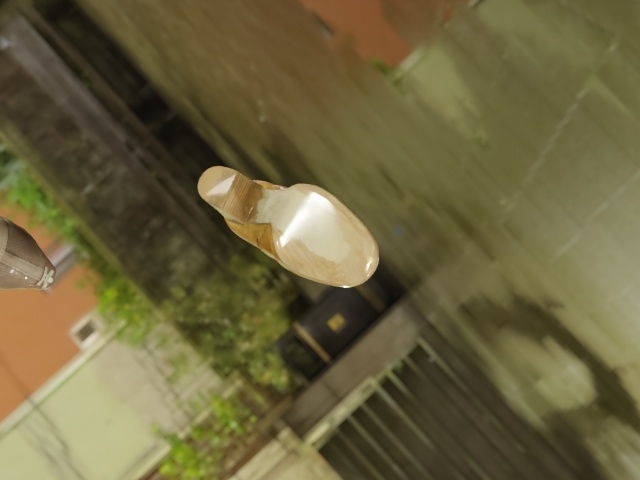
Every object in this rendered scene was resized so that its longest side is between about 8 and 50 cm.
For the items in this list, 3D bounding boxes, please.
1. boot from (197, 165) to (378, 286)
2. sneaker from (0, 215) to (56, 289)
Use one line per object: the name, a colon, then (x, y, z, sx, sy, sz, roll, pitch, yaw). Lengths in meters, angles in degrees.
boot: (-0.001, 0.001, 1.827, 0.295, 0.104, 0.211, 28, 177, 36)
sneaker: (-0.265, 0.005, 1.097, 0.071, 0.066, 0.188, 33, 173, -36)
